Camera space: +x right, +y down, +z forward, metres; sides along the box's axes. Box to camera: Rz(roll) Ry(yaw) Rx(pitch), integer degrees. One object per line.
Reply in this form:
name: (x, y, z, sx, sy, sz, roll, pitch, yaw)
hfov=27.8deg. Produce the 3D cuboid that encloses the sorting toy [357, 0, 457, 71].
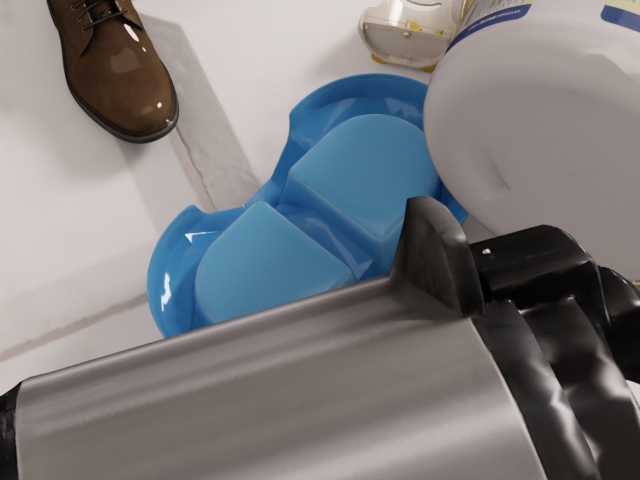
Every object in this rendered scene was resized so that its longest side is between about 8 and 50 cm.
sorting toy: (0.081, -0.190, 1.121, 0.083, 0.045, 0.075, 13, 56, 9)

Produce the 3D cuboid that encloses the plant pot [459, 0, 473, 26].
plant pot: (0.237, -0.174, 1.111, 0.236, 0.032, 0.236, -1, 61, 1)

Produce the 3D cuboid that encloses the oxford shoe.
oxford shoe: (-0.188, -0.179, 1.093, 0.082, 0.096, 0.227, -25, 66, -13)

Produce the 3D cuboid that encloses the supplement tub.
supplement tub: (0.236, -0.160, 0.944, 0.235, 0.235, 0.325, 22, 59, 13)

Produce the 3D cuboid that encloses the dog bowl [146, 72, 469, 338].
dog bowl: (0.000, 0.000, 1.003, 0.166, 0.074, 0.297, 38, 69, 19)

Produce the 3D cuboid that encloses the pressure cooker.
pressure cooker: (0.039, 0.198, 0.730, 0.420, 0.370, 0.376, -15, 61, -7)

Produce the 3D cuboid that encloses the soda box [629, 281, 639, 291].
soda box: (0.250, 0.029, 0.987, 0.061, 0.058, 0.181, 34, 69, 19)
